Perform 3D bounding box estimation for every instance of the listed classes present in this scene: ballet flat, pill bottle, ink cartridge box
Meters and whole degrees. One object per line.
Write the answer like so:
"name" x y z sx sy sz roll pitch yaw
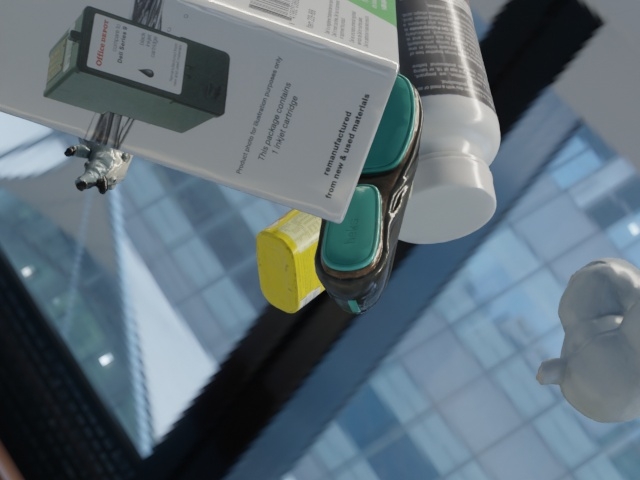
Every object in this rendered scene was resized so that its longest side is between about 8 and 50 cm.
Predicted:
"ballet flat" 0.047 -0.043 1.638 0.096 0.095 0.280 74 25 -48
"pill bottle" 0.113 -0.163 1.908 0.176 0.176 0.318 79 1 -60
"ink cartridge box" -0.100 -0.142 1.130 0.211 0.289 0.121 -84 -167 -68

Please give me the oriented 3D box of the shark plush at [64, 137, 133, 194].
"shark plush" -0.231 -0.077 1.648 0.161 0.067 0.073 -76 -169 -55

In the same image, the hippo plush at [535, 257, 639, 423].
"hippo plush" 0.361 0.101 1.608 0.236 0.234 0.294 -38 -139 44

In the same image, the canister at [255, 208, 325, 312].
"canister" 0.000 0.000 2.039 0.073 0.170 0.126 25 -45 33
